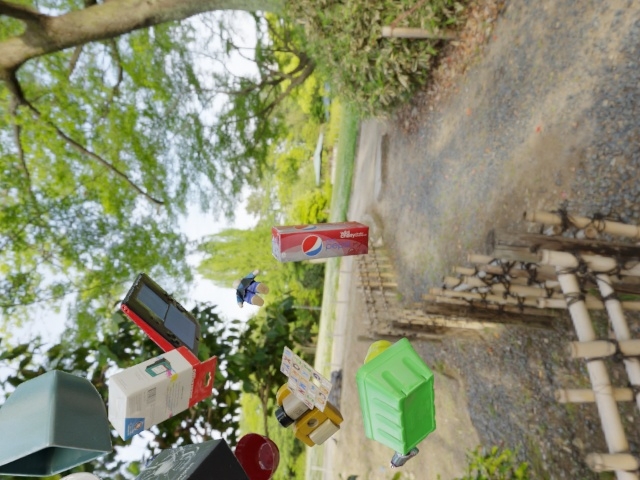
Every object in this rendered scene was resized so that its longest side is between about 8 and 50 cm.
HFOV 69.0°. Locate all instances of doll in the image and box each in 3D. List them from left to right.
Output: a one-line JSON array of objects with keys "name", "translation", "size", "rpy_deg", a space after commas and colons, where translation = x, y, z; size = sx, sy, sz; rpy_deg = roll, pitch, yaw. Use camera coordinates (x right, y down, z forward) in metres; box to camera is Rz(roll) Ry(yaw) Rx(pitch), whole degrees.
[{"name": "doll", "translation": [-0.212, 0.143, 1.388], "size": [0.189, 0.046, 0.129], "rpy_deg": [6, 71, 59]}]

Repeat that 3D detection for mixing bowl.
[{"name": "mixing bowl", "translation": [-0.213, 0.784, 1.679], "size": [0.098, 0.181, 0.181], "rpy_deg": [24, -113, -55]}]

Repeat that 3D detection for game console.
[{"name": "game console", "translation": [-0.599, 0.293, 1.795], "size": [0.342, 0.060, 0.386], "rpy_deg": [52, 179, -17]}]

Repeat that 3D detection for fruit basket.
[{"name": "fruit basket", "translation": [0.242, 0.521, 1.704], "size": [0.392, 0.283, 0.392], "rpy_deg": [42, 147, 36]}]

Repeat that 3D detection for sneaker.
[{"name": "sneaker", "translation": [0.374, 0.974, 2.117], "size": [0.098, 0.083, 0.224], "rpy_deg": [-56, -34, 3]}]

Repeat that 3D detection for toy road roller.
[{"name": "toy road roller", "translation": [-0.069, 0.793, 2.230], "size": [0.329, 0.202, 0.240], "rpy_deg": [48, -177, -24]}]

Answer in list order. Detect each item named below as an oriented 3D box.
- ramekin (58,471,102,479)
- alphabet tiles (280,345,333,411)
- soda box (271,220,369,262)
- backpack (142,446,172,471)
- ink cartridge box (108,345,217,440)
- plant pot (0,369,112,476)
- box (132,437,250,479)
[{"name": "ramekin", "translation": [-0.735, 0.853, 1.387], "size": [0.273, 0.273, 0.127], "rpy_deg": [-85, -15, -47]}, {"name": "alphabet tiles", "translation": [-0.056, 0.474, 1.552], "size": [0.009, 0.198, 0.237], "rpy_deg": [-39, -26, -38]}, {"name": "soda box", "translation": [0.000, 0.000, 1.300], "size": [0.092, 0.263, 0.083], "rpy_deg": [-148, 55, -65]}, {"name": "backpack", "translation": [-0.552, 0.844, 1.627], "size": [0.117, 0.158, 0.173], "rpy_deg": [-11, -43, -55]}, {"name": "ink cartridge box", "translation": [-0.361, 0.339, 1.080], "size": [0.231, 0.078, 0.134], "rpy_deg": [-16, -53, -47]}, {"name": "plant pot", "translation": [-0.822, 0.548, 1.424], "size": [0.247, 0.248, 0.252], "rpy_deg": [54, -165, -56]}, {"name": "box", "translation": [-0.421, 0.744, 1.274], "size": [0.179, 0.312, 0.343], "rpy_deg": [60, -147, -5]}]
